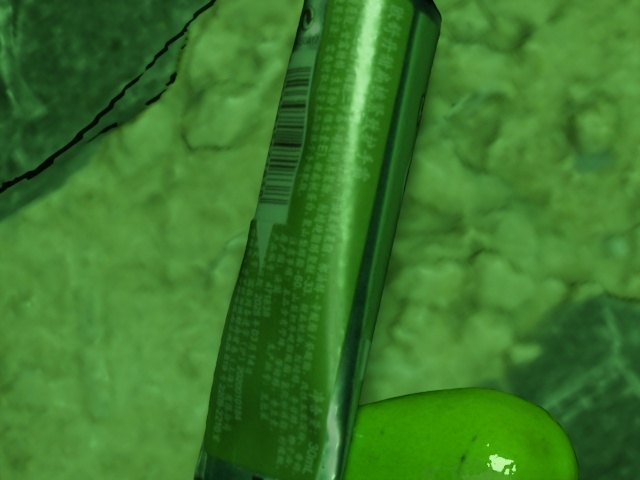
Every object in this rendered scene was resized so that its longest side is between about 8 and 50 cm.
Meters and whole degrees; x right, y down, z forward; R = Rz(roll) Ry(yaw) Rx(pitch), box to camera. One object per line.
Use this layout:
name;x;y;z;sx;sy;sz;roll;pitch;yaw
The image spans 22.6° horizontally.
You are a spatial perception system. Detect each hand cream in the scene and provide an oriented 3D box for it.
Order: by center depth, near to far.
hand cream;0.000;0.000;0.629;0.086;0.055;0.235;5;81;52

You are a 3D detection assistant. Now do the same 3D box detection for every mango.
mango;0.044;0.090;0.610;0.108;0.056;0.073;6;79;24
